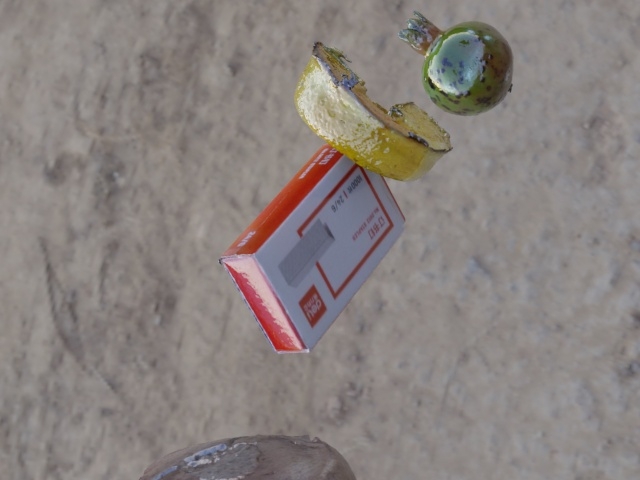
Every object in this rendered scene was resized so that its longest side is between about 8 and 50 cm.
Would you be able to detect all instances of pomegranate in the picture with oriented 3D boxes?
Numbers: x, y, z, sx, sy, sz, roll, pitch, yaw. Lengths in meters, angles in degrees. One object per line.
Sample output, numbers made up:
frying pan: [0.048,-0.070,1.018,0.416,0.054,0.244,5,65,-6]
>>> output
pomegranate: [0.218,-0.288,2.030,0.159,0.205,0.159,-56,5,7]

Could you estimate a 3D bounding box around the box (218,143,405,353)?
box: [0.000,0.000,1.285,0.050,0.123,0.229,-9,28,40]

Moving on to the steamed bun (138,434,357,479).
steamed bun: [-0.033,0.197,0.809,0.175,0.106,0.145,0,112,49]

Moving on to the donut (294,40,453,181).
donut: [0.051,-0.122,1.295,0.078,0.181,0.146,-51,27,17]
